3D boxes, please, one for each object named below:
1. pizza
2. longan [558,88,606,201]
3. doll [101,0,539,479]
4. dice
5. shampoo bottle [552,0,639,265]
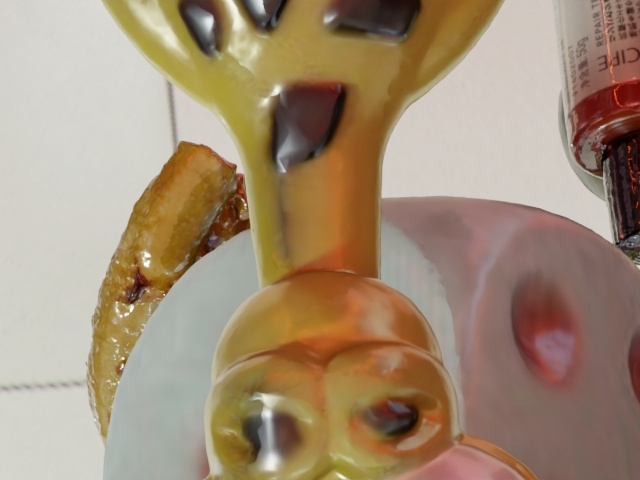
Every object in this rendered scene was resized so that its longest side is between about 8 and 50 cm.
[{"bbox_3d":[-0.067,0.062,1.219,0.226,0.086,0.335,-17,132,-33],"label":"pizza"},{"bbox_3d":[0.296,-0.103,1.415,0.187,0.167,0.167,13,106,10],"label":"longan"},{"bbox_3d":[0.000,0.000,0.390,0.117,0.086,0.291,-4,81,5],"label":"doll"},{"bbox_3d":[0.055,0.142,0.935,0.265,0.268,0.262,-20,152,37],"label":"dice"},{"bbox_3d":[0.220,-0.114,1.153,0.104,0.104,0.278,-2,63,0],"label":"shampoo bottle"}]
